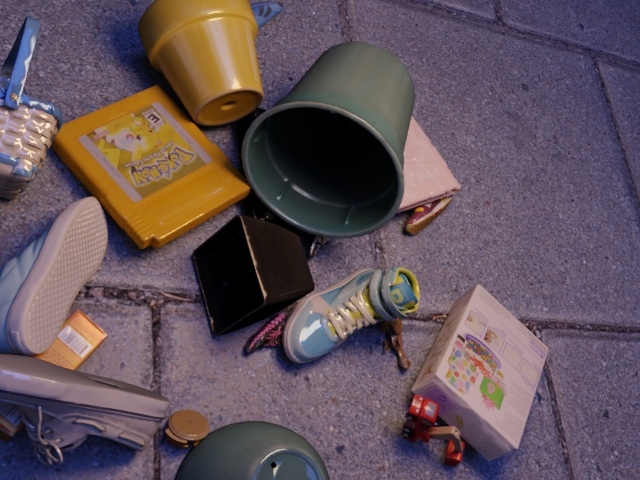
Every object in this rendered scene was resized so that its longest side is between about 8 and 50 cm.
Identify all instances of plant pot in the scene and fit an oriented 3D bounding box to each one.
[{"bbox_3d":[-0.094,0.449,1.254,0.290,0.195,0.290,12,61,-23],"label":"plant pot"},{"bbox_3d":[0.047,-0.240,1.544,0.341,0.341,0.334,33,46,-10],"label":"plant pot"},{"bbox_3d":[-0.241,-0.393,1.570,0.254,0.254,0.239,-15,78,-33],"label":"plant pot"},{"bbox_3d":[-0.124,0.068,1.448,0.167,0.188,0.187,-2,67,-42],"label":"plant pot"}]

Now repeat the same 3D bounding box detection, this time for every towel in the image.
[{"bbox_3d":[0.145,-0.212,1.772,0.317,0.053,0.331,-20,69,-28],"label":"towel"}]

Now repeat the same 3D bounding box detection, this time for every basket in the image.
[{"bbox_3d":[-0.578,-0.237,1.302,0.201,0.255,0.288,20,68,-27],"label":"basket"}]

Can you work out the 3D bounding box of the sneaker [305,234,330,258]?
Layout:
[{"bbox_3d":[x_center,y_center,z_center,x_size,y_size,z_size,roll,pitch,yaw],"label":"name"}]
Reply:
[{"bbox_3d":[0.000,0.000,1.629,0.044,0.040,0.109,33,55,-13],"label":"sneaker"}]

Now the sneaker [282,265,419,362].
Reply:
[{"bbox_3d":[0.079,0.143,1.485,0.319,0.208,0.127,-37,104,-36],"label":"sneaker"}]

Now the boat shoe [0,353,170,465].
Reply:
[{"bbox_3d":[-0.412,0.290,1.148,0.367,0.136,0.156,33,76,-53],"label":"boat shoe"}]

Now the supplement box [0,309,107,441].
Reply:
[{"bbox_3d":[-0.478,0.230,1.229,0.080,0.078,0.233,45,54,-6],"label":"supplement box"}]

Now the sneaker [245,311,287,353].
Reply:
[{"bbox_3d":[-0.103,0.201,1.473,0.119,0.047,0.057,-40,100,-35],"label":"sneaker"}]

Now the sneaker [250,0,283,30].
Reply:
[{"bbox_3d":[-0.172,-0.560,1.813,0.209,0.069,0.082,-30,115,-45],"label":"sneaker"}]

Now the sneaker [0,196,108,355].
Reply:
[{"bbox_3d":[-0.506,0.046,1.277,0.150,0.135,0.366,-1,37,12],"label":"sneaker"}]

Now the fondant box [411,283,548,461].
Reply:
[{"bbox_3d":[0.370,0.289,1.618,0.238,0.096,0.330,43,42,-3],"label":"fondant box"}]

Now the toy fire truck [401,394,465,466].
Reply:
[{"bbox_3d":[0.242,0.400,1.498,0.135,0.192,0.047,16,54,13],"label":"toy fire truck"}]

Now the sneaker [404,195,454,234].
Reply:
[{"bbox_3d":[0.254,-0.085,1.801,0.084,0.069,0.185,44,49,14],"label":"sneaker"}]

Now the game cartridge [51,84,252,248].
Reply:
[{"bbox_3d":[-0.347,-0.159,1.484,0.323,0.052,0.285,45,53,12],"label":"game cartridge"}]

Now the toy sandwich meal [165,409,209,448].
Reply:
[{"bbox_3d":[-0.246,0.348,1.320,0.086,0.029,0.085,16,26,-8],"label":"toy sandwich meal"}]

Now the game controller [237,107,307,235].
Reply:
[{"bbox_3d":[-0.104,-0.159,1.636,0.167,0.067,0.319,4,65,-27],"label":"game controller"}]

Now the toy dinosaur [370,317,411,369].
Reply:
[{"bbox_3d":[0.165,0.187,1.623,0.112,0.064,0.211,17,67,-42],"label":"toy dinosaur"}]
